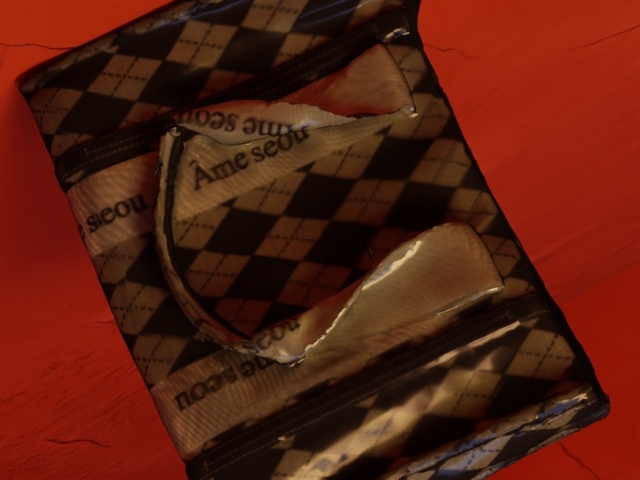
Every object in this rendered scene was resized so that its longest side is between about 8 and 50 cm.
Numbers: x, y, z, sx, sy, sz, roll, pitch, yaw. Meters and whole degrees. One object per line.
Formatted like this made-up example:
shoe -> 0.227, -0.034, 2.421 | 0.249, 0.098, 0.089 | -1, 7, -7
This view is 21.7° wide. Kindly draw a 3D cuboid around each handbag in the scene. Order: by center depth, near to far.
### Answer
handbag -> 0.000, 0.000, 1.222 | 0.316, 0.416, 0.180 | -29, 164, 9
